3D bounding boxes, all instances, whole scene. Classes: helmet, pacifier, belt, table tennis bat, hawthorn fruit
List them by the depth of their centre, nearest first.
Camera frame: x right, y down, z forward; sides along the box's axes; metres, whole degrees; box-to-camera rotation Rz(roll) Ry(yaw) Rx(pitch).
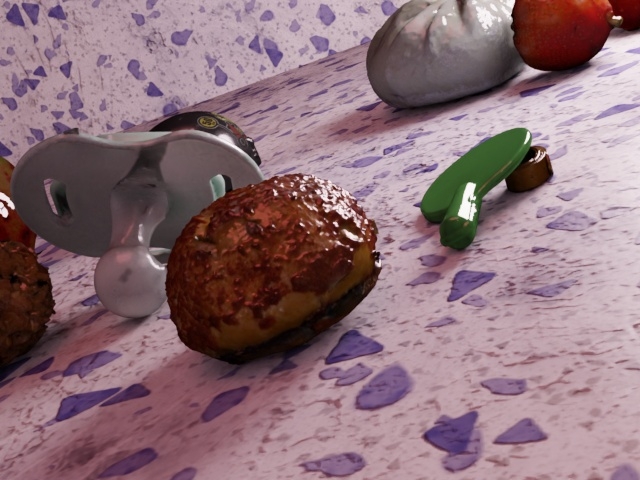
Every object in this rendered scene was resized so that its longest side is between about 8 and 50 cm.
[{"bbox_3d":[0.177,-0.060,1.136,0.160,0.039,0.257,-34,13,29],"label":"table tennis bat"},{"bbox_3d":[0.251,-0.089,1.176,0.059,0.036,0.083,-12,20,25],"label":"belt"},{"bbox_3d":[-0.242,-0.009,1.290,0.343,0.288,0.269,-1,52,1],"label":"pacifier"},{"bbox_3d":[0.424,-0.375,1.671,0.188,0.169,0.169,1,23,20],"label":"hawthorn fruit"},{"bbox_3d":[-0.259,-0.149,1.797,0.278,0.160,0.230,-20,18,1],"label":"helmet"}]

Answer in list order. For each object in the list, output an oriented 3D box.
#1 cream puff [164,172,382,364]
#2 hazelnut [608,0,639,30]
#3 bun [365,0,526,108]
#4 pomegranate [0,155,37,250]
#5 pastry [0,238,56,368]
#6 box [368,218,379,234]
[{"bbox_3d":[-0.053,0.020,0.993,0.240,0.164,0.240,-16,22,7],"label":"cream puff"},{"bbox_3d":[0.593,-0.481,1.786,0.178,0.178,0.204,-25,16,-14],"label":"hazelnut"},{"bbox_3d":[0.238,-0.381,1.859,0.354,0.194,0.354,-18,16,5],"label":"bun"},{"bbox_3d":[-0.639,-0.023,1.656,0.290,0.291,0.323,-33,20,-36],"label":"pomegranate"},{"bbox_3d":[-0.480,0.084,1.251,0.274,0.193,0.275,-21,17,7],"label":"pastry"},{"bbox_3d":[0.000,0.000,1.226,0.090,0.023,0.133,-29,18,-31],"label":"box"}]
